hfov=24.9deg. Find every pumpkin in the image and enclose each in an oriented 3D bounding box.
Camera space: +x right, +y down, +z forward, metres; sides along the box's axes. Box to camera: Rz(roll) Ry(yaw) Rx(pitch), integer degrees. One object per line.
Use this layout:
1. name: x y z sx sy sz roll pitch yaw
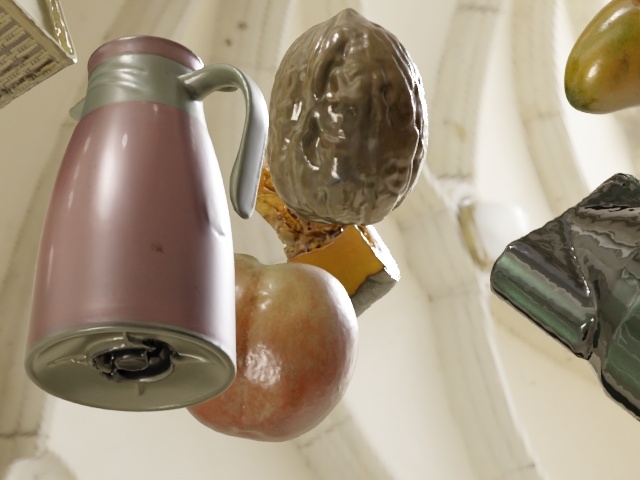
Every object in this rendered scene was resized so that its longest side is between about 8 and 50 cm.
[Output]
1. pumpkin: -0.001 0.001 2.135 0.280 0.139 0.190 45 -163 -47

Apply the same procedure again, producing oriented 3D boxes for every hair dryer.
1. hair dryer: 0.216 0.110 0.762 0.116 0.244 0.302 -40 -33 -19

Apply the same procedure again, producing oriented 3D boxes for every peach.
1. peach: -0.076 0.141 1.872 0.252 0.252 0.252 35 -136 -44

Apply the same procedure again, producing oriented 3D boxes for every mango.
1. mango: 0.296 -0.178 1.328 0.163 0.089 0.111 -14 -73 -20

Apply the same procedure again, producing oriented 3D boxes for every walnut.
1. walnut: 0.028 -0.127 1.514 0.178 0.178 0.230 -18 -68 -60

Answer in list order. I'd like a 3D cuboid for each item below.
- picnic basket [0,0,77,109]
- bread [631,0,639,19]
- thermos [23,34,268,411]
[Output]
1. picnic basket: -0.373 -0.266 1.298 0.228 0.175 0.313 47 -163 -51
2. bread: 0.328 -0.187 0.981 0.271 0.077 0.139 1 -113 -22
3. thermos: -0.120 -0.026 1.055 0.146 0.176 0.265 43 -139 -52
